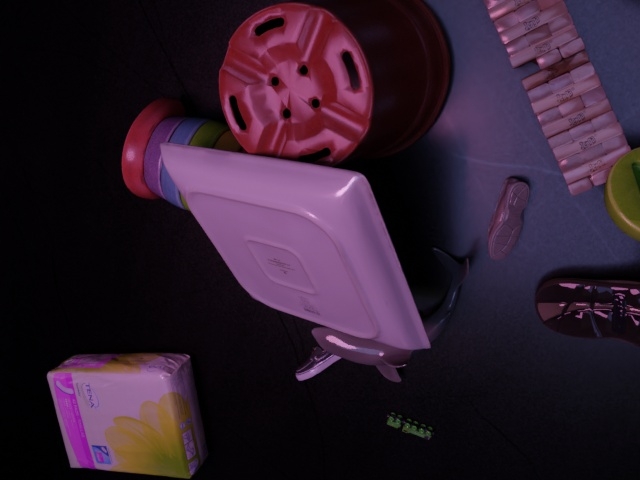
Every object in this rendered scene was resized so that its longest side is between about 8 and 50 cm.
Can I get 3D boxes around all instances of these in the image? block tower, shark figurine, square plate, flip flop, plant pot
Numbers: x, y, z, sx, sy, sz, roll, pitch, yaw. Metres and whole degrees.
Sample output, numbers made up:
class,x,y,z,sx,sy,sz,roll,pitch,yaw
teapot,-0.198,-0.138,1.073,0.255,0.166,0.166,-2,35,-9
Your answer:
class,x,y,z,sx,sy,sz,roll,pitch,yaw
block tower,0.311,-0.236,0.849,0.091,0.097,0.335,-24,96,24
shark figurine,0.141,0.146,0.985,0.278,0.116,0.166,-34,101,13
square plate,-0.040,0.021,0.880,0.347,0.049,0.344,14,145,36
flip flop,0.450,0.106,0.896,0.277,0.080,0.112,8,104,35
plant pot,0.014,-0.215,0.853,0.272,0.265,0.272,8,113,20

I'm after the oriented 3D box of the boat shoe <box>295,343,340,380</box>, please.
class,x,y,z,sx,sy,sz,roll,pitch,yaw
boat shoe,0.010,0.193,1.091,0.142,0.049,0.040,-35,92,17

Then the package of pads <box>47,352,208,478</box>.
class,x,y,z,sx,sy,sz,roll,pitch,yaw
package of pads,-0.377,0.334,1.239,0.296,0.101,0.229,-3,103,20

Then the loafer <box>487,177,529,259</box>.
class,x,y,z,sx,sy,sz,roll,pitch,yaw
loafer,0.278,-0.033,0.945,0.045,0.039,0.125,6,112,-16

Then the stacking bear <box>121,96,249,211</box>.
class,x,y,z,sx,sy,sz,roll,pitch,yaw
stacking bear,-0.153,-0.111,1.021,0.289,0.164,0.175,16,108,11

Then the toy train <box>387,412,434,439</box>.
class,x,y,z,sx,sy,sz,roll,pitch,yaw
toy train,0.154,0.321,1.086,0.083,0.017,0.024,18,119,15

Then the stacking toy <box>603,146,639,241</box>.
class,x,y,z,sx,sy,sz,roll,pitch,yaw
stacking toy,0.507,-0.014,0.787,0.309,0.130,0.279,-35,66,-11
